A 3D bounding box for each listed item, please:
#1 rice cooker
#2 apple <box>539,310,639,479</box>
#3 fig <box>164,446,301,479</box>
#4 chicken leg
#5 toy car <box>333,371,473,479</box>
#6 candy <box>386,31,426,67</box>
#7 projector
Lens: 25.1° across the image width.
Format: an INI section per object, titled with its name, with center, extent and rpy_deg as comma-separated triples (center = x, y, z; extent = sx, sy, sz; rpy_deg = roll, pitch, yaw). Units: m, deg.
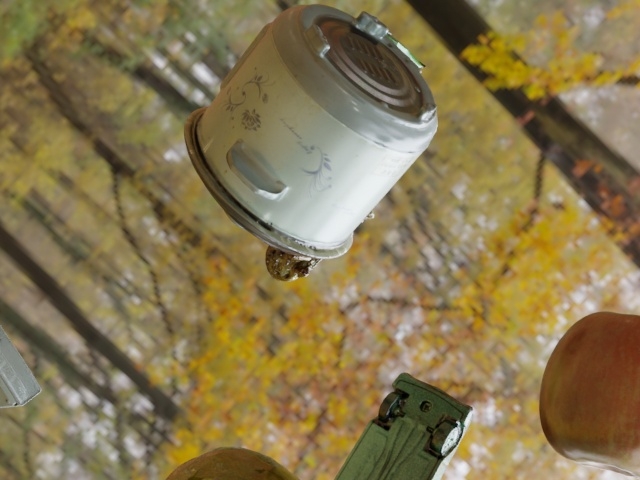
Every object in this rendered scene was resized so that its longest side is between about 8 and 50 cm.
[rice cooker]
center = -0.017, -0.128, 1.792
extent = 0.316, 0.264, 0.316
rpy_deg = -46, 175, -5
[apple]
center = 0.334, 0.167, 1.562
extent = 0.188, 0.188, 0.174
rpy_deg = 170, -67, -69
[fig]
center = -0.138, 0.502, 2.245
extent = 0.343, 0.343, 0.343
rpy_deg = -43, -166, 13
[chicken leg]
center = 0.000, 0.000, 2.060
extent = 0.178, 0.070, 0.093
rpy_deg = -31, -139, 6
[toy car]
center = 0.095, 0.359, 2.123
extent = 0.320, 0.141, 0.097
rpy_deg = -58, 154, -11
[candy]
center = 0.094, -0.341, 2.532
extent = 0.078, 0.141, 0.203
rpy_deg = -53, 165, 21
[projector]
center = -0.551, 0.211, 2.416
extent = 0.061, 0.147, 0.115
rpy_deg = -38, -165, -33
